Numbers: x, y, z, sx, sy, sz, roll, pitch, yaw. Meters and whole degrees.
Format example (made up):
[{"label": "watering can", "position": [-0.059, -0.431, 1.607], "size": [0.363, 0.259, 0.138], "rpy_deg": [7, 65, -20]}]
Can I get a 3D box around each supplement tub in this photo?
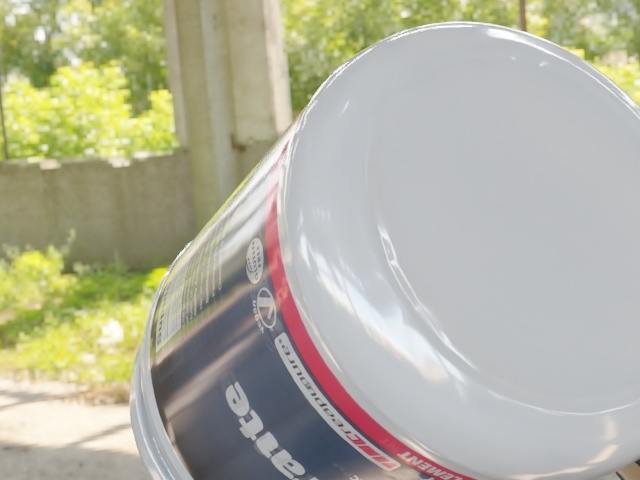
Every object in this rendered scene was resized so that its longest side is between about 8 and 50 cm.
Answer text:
[{"label": "supplement tub", "position": [0.028, 0.042, 0.553], "size": [0.191, 0.191, 0.272], "rpy_deg": [-8, -19, -28]}]

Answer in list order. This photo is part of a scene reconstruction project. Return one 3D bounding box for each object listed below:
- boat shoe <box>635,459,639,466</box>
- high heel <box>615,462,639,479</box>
[{"label": "boat shoe", "position": [0.305, 0.176, 0.801], "size": [0.306, 0.113, 0.105], "rpy_deg": [31, 45, 3]}, {"label": "high heel", "position": [0.199, 0.165, 0.913], "size": [0.261, 0.186, 0.093], "rpy_deg": [-4, 1, -9]}]
